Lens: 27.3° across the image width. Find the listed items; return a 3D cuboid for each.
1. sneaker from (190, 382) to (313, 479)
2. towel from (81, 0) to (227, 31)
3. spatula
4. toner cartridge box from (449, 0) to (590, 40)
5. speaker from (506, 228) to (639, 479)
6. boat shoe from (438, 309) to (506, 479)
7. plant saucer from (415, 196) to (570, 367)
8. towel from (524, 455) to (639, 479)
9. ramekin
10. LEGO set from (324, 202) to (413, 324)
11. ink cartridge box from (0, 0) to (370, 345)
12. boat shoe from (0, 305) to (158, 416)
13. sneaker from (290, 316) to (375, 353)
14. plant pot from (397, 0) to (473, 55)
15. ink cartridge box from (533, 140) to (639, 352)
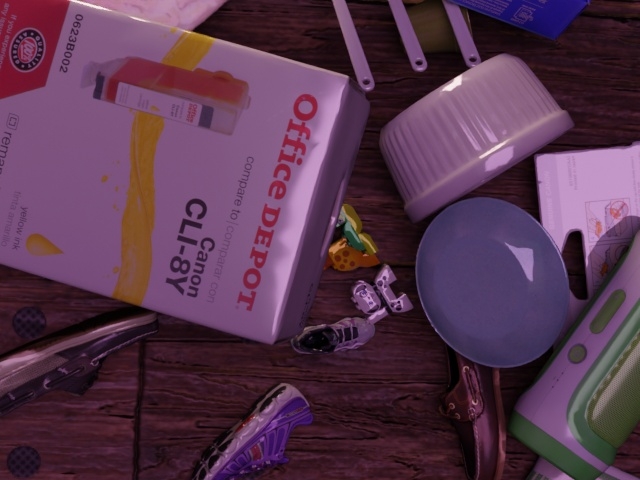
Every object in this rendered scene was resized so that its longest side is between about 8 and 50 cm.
[{"bbox_3d":[-0.075,0.236,1.462,0.170,0.068,0.071,-42,100,-8],"label":"sneaker"},{"bbox_3d":[-0.192,-0.405,1.467,0.317,0.053,0.332,-44,95,-6],"label":"towel"},{"bbox_3d":[0.076,-0.275,1.469,0.168,0.019,0.242,-13,65,-6],"label":"spatula"},{"bbox_3d":[0.128,-0.355,1.444,0.348,0.075,0.165,18,55,-16],"label":"toner cartridge box"},{"bbox_3d":[0.333,0.119,1.446,0.131,0.131,0.296,36,89,-6],"label":"speaker"},{"bbox_3d":[0.167,0.175,1.495,0.073,0.073,0.207,1,79,-18],"label":"boat shoe"},{"bbox_3d":[0.186,0.049,1.471,0.195,0.037,0.195,6,73,-21],"label":"plant saucer"},{"bbox_3d":[0.300,0.420,1.529,0.248,0.038,0.325,26,87,-6],"label":"towel"},{"bbox_3d":[0.161,-0.116,1.438,0.207,0.207,0.109,-31,87,-8],"label":"ramekin"},{"bbox_3d":[0.000,0.000,1.472,0.093,0.087,0.227,-33,100,-5],"label":"LEGO set"},{"bbox_3d":[-0.173,-0.080,1.346,0.385,0.160,0.279,16,93,8],"label":"ink cartridge box"},{"bbox_3d":[-0.275,0.135,1.432,0.224,0.080,0.073,-20,97,-3],"label":"boat shoe"},{"bbox_3d":[0.018,0.110,1.476,0.098,0.069,0.038,-13,91,-9],"label":"sneaker"},{"bbox_3d":[0.128,-0.244,1.504,0.079,0.083,0.083,-13,90,4],"label":"plant pot"},{"bbox_3d":[0.376,0.022,1.538,0.239,0.060,0.275,-6,90,0],"label":"ink cartridge box"}]
